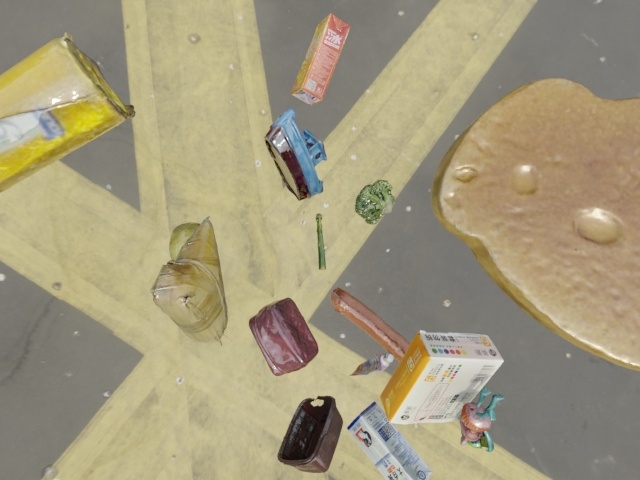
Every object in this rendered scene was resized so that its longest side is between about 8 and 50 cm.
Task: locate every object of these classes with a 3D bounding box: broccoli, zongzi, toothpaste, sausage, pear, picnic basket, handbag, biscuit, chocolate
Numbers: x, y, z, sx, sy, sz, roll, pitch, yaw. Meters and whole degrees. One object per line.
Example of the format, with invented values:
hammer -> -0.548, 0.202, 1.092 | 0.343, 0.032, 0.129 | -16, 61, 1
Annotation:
broccoli -> 0.197, -0.140, 1.446 | 0.146, 0.138, 0.162 | 35, 86, -41
zongzi -> -0.222, 0.079, 0.780 | 0.099, 0.194, 0.197 | 4, 49, 13
toothpaste -> 0.213, 0.521, 1.701 | 0.048, 0.301, 0.075 | 29, 54, -11
sausage -> 0.208, 0.341, 1.636 | 0.419, 0.094, 0.094 | 38, 105, 9
pear -> -0.411, 0.021, 1.317 | 0.137, 0.167, 0.167 | -12, 78, 14
picnic basket -> -0.026, 0.790, 1.632 | 0.129, 0.223, 0.296 | 55, 37, -20
handbag -> -0.115, 0.300, 1.267 | 0.135, 0.146, 0.225 | -34, 83, 28
biscuit -> 0.309, -0.037, 0.431 | 0.344, 0.057, 0.287 | 42, 95, 12
chocolate -> -0.542, -0.148, 0.675 | 0.445, 0.162, 0.162 | -36, 85, -4

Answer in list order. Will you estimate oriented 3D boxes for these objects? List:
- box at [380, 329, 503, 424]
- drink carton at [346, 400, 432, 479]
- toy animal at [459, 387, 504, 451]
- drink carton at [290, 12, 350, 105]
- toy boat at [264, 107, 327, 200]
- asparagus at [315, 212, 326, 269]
box -> 0.302, 0.360, 1.048 | 0.221, 0.273, 0.091 | 9, 33, -19
drink carton -> 0.250, 0.780, 1.515 | 0.107, 0.130, 0.315 | -19, 56, -42
toy animal -> 0.396, 0.453, 0.998 | 0.100, 0.208, 0.103 | -18, 43, -21
drink carton -> -0.001, -0.504, 1.141 | 0.071, 0.096, 0.222 | 22, 88, -24
toy boat -> -0.035, -0.157, 0.751 | 0.097, 0.223, 0.100 | -42, 65, -9
asparagus -> 0.000, 0.000, 0.837 | 0.015, 0.018, 0.127 | 3, 66, -14
